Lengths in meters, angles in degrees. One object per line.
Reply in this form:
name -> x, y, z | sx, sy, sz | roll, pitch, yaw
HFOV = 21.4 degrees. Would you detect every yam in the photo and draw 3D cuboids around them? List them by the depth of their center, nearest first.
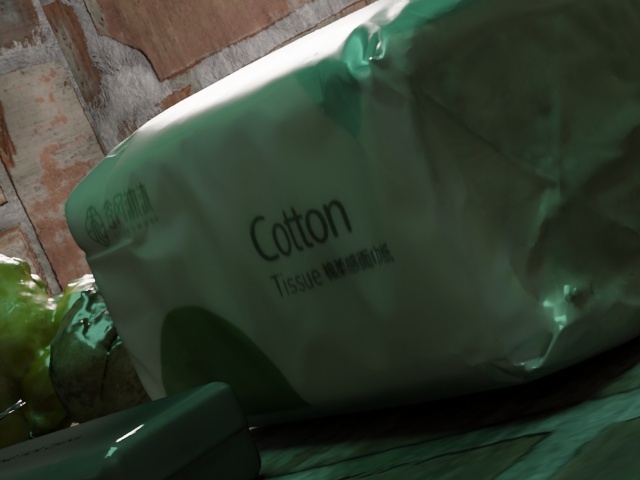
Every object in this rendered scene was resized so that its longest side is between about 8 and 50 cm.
yam -> -0.081, 0.041, 1.252 | 0.133, 0.133, 0.330 | -21, 9, 36

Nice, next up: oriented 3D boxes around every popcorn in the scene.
popcorn -> -0.241, 0.098, 1.317 | 0.195, 0.168, 0.173 | 16, 26, 17

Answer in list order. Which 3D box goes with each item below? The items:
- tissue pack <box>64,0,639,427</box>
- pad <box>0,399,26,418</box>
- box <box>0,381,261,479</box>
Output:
tissue pack -> 0.060, -0.034, 0.891 | 0.266, 0.194, 0.356 | -28, 6, -32
pad -> -0.345, 0.212, 0.927 | 0.367, 0.007, 0.247 | -30, -6, -47
box -> -0.145, 0.136, 0.874 | 0.244, 0.055, 0.103 | -20, 6, 40
